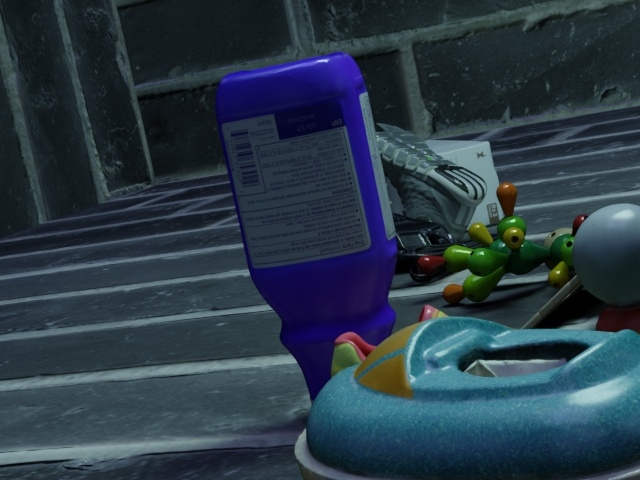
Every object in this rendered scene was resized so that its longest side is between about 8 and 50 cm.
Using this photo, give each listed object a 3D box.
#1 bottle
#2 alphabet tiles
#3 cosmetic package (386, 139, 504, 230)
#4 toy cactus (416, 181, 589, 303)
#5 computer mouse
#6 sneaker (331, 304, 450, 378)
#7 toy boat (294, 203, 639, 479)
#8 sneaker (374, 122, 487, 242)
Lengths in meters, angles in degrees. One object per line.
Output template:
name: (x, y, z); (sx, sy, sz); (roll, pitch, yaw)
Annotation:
bottle: (0.000, 0.000, 1.102); (0.118, 0.283, 0.092); (-10, 8, 19)
alphabet tiles: (0.277, -0.002, 1.287); (0.198, 0.009, 0.237); (-49, -11, 28)
cosmetic package: (0.171, -0.079, 2.005); (0.085, 0.117, 0.231); (-14, 7, -14)
toy cactus: (0.217, 0.006, 1.442); (0.180, 0.112, 0.219); (-4, -11, -33)
computer mouse: (0.079, 0.014, 1.709); (0.262, 0.060, 0.184); (11, 17, 41)
sneaker: (0.103, 0.090, 1.011); (0.208, 0.094, 0.081); (-10, 7, 4)
toy boat: (0.132, 0.079, 0.848); (0.267, 0.148, 0.318); (-5, 11, 39)
sneaker: (0.110, -0.060, 1.839); (0.086, 0.132, 0.228); (-2, 28, -39)
